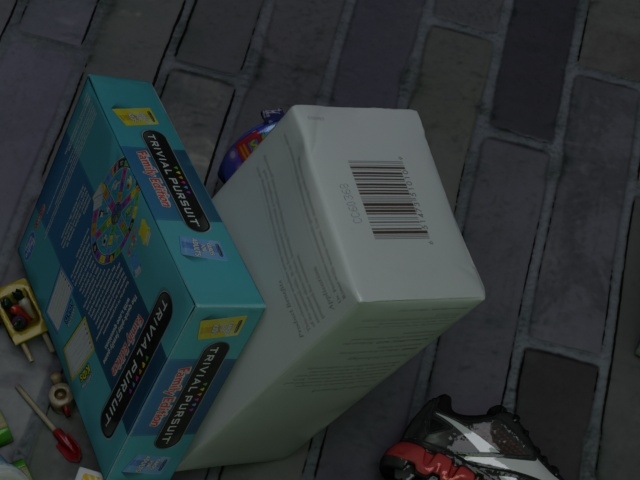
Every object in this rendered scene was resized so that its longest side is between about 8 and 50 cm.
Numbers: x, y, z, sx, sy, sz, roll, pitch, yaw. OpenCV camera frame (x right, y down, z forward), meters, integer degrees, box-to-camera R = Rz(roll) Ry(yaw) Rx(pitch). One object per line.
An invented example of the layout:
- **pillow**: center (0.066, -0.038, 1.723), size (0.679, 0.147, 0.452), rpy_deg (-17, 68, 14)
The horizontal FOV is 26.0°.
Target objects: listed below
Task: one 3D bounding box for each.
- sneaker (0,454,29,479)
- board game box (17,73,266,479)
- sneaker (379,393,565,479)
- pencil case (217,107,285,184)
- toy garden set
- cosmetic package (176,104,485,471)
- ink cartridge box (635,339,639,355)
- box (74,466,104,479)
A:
- **sneaker**: center (-0.434, 0.346, 1.352), size (0.366, 0.135, 0.150), rpy_deg (-46, 39, -12)
- **board game box**: center (-0.194, 0.036, 1.409), size (0.079, 0.253, 0.336), rpy_deg (2, 42, -35)
- **sneaker**: center (0.209, 0.253, 1.478), size (0.276, 0.097, 0.135), rpy_deg (24, 65, 7)
- **pencil case**: center (0.000, 0.000, 1.571), size (0.133, 0.119, 0.306), rpy_deg (-29, 70, -2)
- **toy garden set**: center (-0.357, 0.164, 1.483), size (0.204, 0.049, 0.244), rpy_deg (-24, 68, -18)
- **cosmetic package**: center (-0.032, 0.058, 1.380), size (0.156, 0.385, 0.217), rpy_deg (-1, 62, -35)
- **ink cartridge box**: center (0.490, -0.011, 1.579), size (0.129, 0.223, 0.307), rpy_deg (24, 63, 6)
- **box**: center (-0.166, 0.320, 1.395), size (0.203, 0.103, 0.114), rpy_deg (16, 62, 1)
